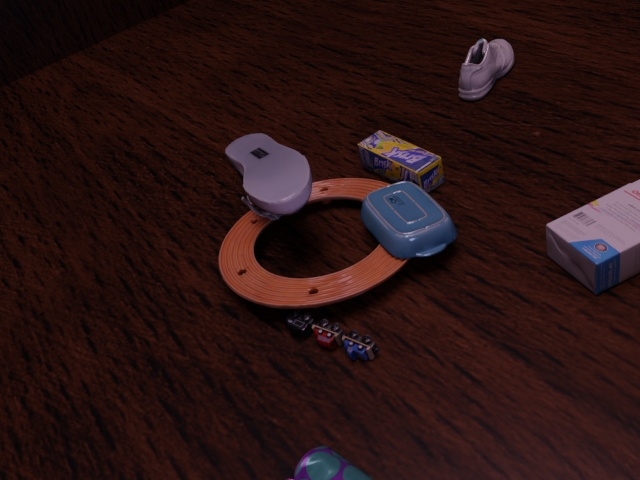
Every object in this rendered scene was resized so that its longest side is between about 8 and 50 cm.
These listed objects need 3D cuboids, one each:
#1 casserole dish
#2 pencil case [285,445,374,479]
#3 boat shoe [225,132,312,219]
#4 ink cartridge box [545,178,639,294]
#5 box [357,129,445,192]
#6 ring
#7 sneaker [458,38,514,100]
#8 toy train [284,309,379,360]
[{"bbox_3d":[0.131,-0.039,0.993,0.114,0.037,0.188,-20,35,-10],"label":"casserole dish"},{"bbox_3d":[0.037,0.280,0.669,0.070,0.064,0.152,-24,34,-35],"label":"pencil case"},{"bbox_3d":[-0.083,-0.091,1.086,0.113,0.104,0.306,-30,30,-13],"label":"boat shoe"},{"bbox_3d":[0.414,-0.013,0.875,0.181,0.061,0.104,-25,38,-8],"label":"ink cartridge box"},{"bbox_3d":[0.142,-0.140,1.152,0.059,0.054,0.169,-34,41,-19],"label":"box"},{"bbox_3d":[0.000,0.000,1.045,0.337,0.032,0.336,-10,36,7],"label":"ring"},{"bbox_3d":[0.344,-0.381,1.332,0.080,0.094,0.212,8,45,32],"label":"sneaker"},{"bbox_3d":[0.011,0.132,0.893,0.158,0.027,0.036,15,52,37],"label":"toy train"}]
